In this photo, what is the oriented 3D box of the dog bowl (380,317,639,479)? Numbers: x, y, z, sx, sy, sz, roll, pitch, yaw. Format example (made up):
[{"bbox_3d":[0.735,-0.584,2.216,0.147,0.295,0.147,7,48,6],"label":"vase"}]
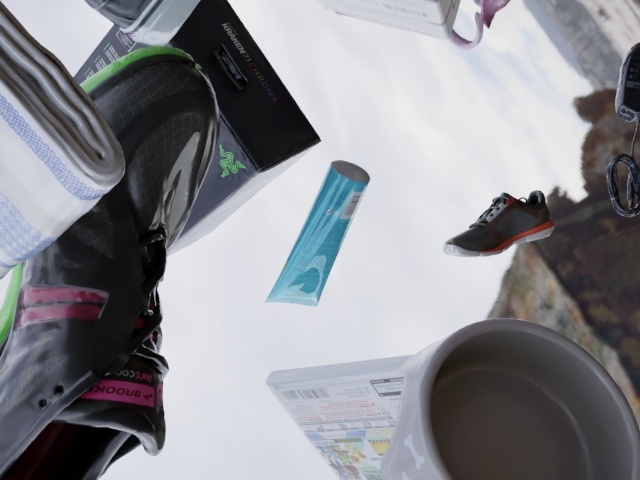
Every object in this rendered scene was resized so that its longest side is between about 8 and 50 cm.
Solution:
[{"bbox_3d":[0.250,0.254,1.102,0.348,0.102,0.349,10,-125,-14],"label":"dog bowl"}]

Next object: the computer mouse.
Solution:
[{"bbox_3d":[0.430,-0.152,1.187,0.071,0.242,0.041,10,178,-1],"label":"computer mouse"}]

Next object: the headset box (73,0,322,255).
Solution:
[{"bbox_3d":[-0.170,-0.146,1.075,0.131,0.283,0.246,-33,-90,-48],"label":"headset box"}]

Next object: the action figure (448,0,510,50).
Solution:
[{"bbox_3d":[0.271,-0.448,1.198,0.248,0.276,0.370,37,177,-18],"label":"action figure"}]

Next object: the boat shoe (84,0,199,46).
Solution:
[{"bbox_3d":[-0.114,-0.334,0.787,0.119,0.335,0.121,22,-159,-37],"label":"boat shoe"}]

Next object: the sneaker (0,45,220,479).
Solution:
[{"bbox_3d":[-0.184,0.075,0.736,0.202,0.483,0.185,24,-177,34],"label":"sneaker"}]

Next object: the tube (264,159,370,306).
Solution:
[{"bbox_3d":[0.000,0.000,1.091,0.080,0.207,0.052,10,-151,-28],"label":"tube"}]

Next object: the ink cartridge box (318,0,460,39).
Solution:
[{"bbox_3d":[0.064,-0.270,0.856,0.148,0.086,0.203,17,-173,9],"label":"ink cartridge box"}]

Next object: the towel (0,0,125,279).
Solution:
[{"bbox_3d":[-0.223,-0.070,0.457,0.209,0.285,0.034,50,-127,-12],"label":"towel"}]

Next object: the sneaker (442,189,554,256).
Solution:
[{"bbox_3d":[0.204,-0.023,1.015,0.157,0.061,0.065,-17,-76,-30],"label":"sneaker"}]

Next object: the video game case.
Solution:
[{"bbox_3d":[0.106,0.321,1.478,0.300,0.329,0.036,56,-138,-24],"label":"video game case"}]
